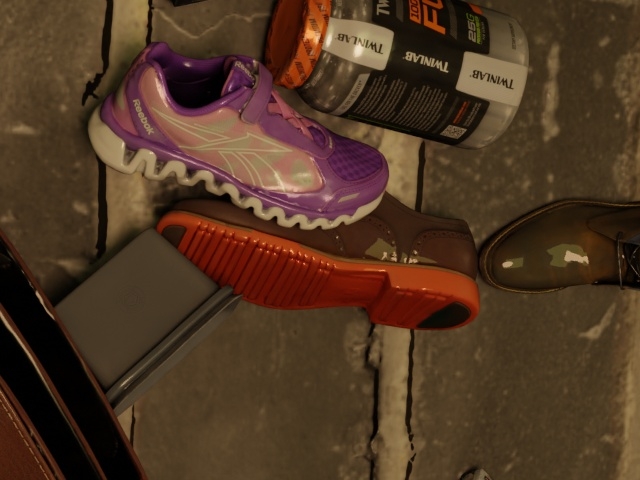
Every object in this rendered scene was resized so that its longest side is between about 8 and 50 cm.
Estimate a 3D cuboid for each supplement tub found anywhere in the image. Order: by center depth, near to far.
[{"bbox_3d":[0.059,-0.147,1.079,0.190,0.117,0.117,12,92,-22],"label":"supplement tub"}]

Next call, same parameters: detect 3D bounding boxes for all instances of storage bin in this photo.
[{"bbox_3d":[-0.142,0.061,1.045,0.135,0.098,0.091,-41,85,-19],"label":"storage bin"}]

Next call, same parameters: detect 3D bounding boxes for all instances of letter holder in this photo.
[{"bbox_3d":[-0.223,0.118,0.928,0.152,0.214,0.302,-46,114,-50],"label":"letter holder"}]

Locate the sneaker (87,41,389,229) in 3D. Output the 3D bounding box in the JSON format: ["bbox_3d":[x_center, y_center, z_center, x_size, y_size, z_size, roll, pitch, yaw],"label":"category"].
[{"bbox_3d":[-0.052,-0.086,1.026,0.236,0.095,0.104,15,128,-14],"label":"sneaker"}]

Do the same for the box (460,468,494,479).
[{"bbox_3d":[0.165,0.280,1.189,0.137,0.027,0.094,44,43,-19],"label":"box"}]

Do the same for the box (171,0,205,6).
[{"bbox_3d":[-0.002,-0.250,1.011,0.220,0.175,0.051,-15,81,-18],"label":"box"}]

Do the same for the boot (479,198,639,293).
[{"bbox_3d":[0.254,0.005,1.174,0.219,0.106,0.082,-12,100,-19],"label":"boot"}]

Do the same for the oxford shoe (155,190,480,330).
[{"bbox_3d":[0.000,0.000,1.104,0.271,0.097,0.098,14,60,-16],"label":"oxford shoe"}]
